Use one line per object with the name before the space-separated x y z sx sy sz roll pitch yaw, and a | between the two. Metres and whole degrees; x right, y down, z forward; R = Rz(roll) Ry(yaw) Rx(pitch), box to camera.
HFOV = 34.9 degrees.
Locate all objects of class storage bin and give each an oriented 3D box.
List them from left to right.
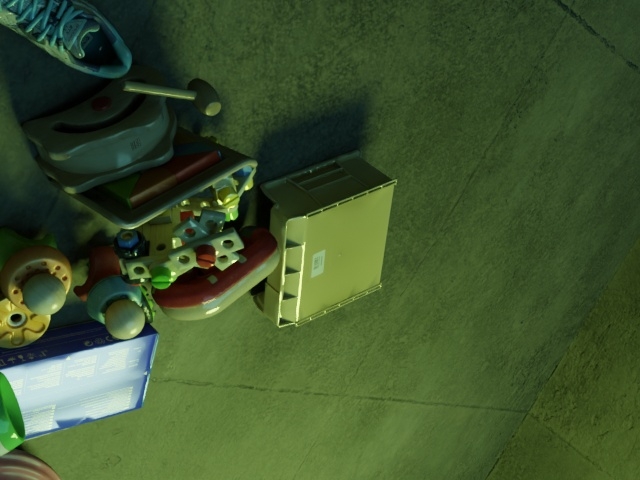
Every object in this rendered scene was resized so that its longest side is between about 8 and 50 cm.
storage bin | 0.000 0.000 1.917 0.260 0.123 0.262 -22 134 -34

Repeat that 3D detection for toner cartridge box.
toner cartridge box | -0.440 0.231 1.667 0.348 0.075 0.165 -9 127 -43

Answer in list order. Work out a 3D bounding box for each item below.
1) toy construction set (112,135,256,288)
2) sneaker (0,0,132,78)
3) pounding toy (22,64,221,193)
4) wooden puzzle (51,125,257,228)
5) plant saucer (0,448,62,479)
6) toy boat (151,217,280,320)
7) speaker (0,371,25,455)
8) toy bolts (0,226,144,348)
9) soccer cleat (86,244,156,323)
toy construction set | -0.202 -0.032 1.545 0.215 0.327 0.151 -6 118 -2
sneaker | -0.344 -0.295 1.297 0.110 0.122 0.283 -57 144 4
pounding toy | -0.288 -0.195 1.438 0.270 0.154 0.155 -20 136 -10
wooden puzzle | -0.246 -0.105 1.484 0.239 0.221 0.044 -28 123 -29
plant saucer | -0.558 0.512 1.687 0.332 0.084 0.332 -13 112 -35
toy boat | -0.193 0.030 1.743 0.231 0.151 0.151 -38 111 -20
speaker | -0.583 0.288 1.449 0.297 0.131 0.131 -19 136 -8
toy bolts | -0.379 0.106 1.524 0.228 0.158 0.218 6 118 -35
soccer cleat | -0.329 0.080 1.685 0.072 0.060 0.179 -31 133 -12
